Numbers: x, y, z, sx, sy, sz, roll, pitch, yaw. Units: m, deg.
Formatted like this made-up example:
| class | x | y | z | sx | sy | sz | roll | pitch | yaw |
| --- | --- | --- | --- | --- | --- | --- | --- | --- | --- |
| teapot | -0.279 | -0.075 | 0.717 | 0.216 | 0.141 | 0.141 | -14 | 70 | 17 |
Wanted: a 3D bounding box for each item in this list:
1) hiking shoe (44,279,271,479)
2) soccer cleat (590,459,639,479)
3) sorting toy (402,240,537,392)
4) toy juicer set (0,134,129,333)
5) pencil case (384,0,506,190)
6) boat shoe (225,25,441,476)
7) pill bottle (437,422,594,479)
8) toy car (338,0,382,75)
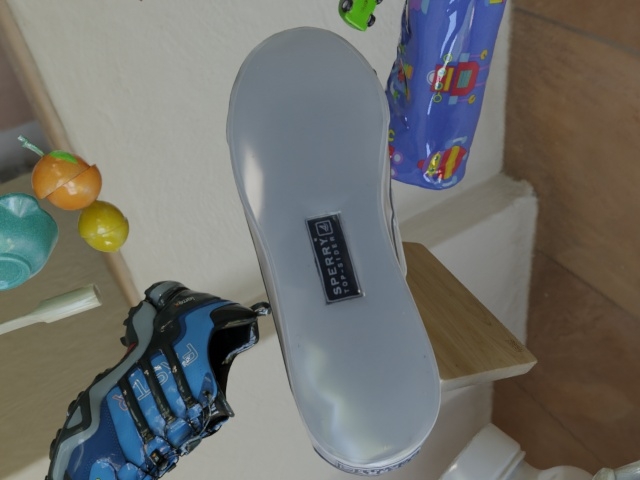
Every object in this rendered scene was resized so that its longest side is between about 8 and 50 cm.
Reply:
| class | x | y | z | sx | sy | sz | roll | pitch | yaw |
| --- | --- | --- | --- | --- | --- | --- | --- | --- | --- |
| hiking shoe | -0.156 | 0.170 | 0.644 | 0.132 | 0.304 | 0.113 | 6 | 145 | 17 |
| soccer cleat | 0.341 | 0.197 | 0.469 | 0.116 | 0.331 | 0.143 | -98 | -1 | -50 |
| sorting toy | 0.125 | 0.112 | 0.910 | 0.257 | 0.255 | 0.089 | 49 | 118 | 32 |
| toy juicer set | -0.329 | 0.000 | 0.759 | 0.329 | 0.209 | 0.089 | 112 | 143 | -49 |
| pencil case | 0.131 | -0.208 | 0.751 | 0.133 | 0.119 | 0.306 | -112 | 23 | -52 |
| boat shoe | 0.000 | 0.000 | 0.374 | 0.084 | 0.095 | 0.258 | 93 | 172 | -65 |
| pill bottle | 0.294 | 0.398 | 0.710 | 0.408 | 0.229 | 0.229 | 39 | 153 | 23 |
| toy car | 0.042 | -0.341 | 1.116 | 0.239 | 0.225 | 0.053 | 24 | 177 | -33 |
